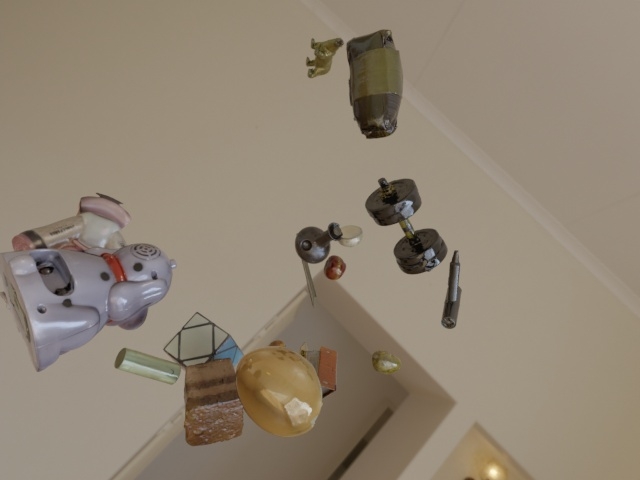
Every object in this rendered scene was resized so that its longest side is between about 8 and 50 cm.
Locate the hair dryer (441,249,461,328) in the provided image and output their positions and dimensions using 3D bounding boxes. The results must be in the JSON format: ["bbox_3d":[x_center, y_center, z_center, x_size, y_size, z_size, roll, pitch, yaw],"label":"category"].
[{"bbox_3d":[0.389,0.134,1.319,0.050,0.173,0.195,4,-59,18],"label":"hair dryer"}]

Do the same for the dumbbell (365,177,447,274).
[{"bbox_3d":[0.291,-0.046,1.509,0.388,0.185,0.185,57,-20,-24],"label":"dumbbell"}]

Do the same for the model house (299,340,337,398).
[{"bbox_3d":[0.000,0.476,1.664,0.135,0.219,0.207,-1,-45,9],"label":"model house"}]

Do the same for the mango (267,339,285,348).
[{"bbox_3d":[-0.206,0.488,1.986,0.080,0.114,0.060,48,10,-33],"label":"mango"}]

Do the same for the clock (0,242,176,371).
[{"bbox_3d":[-0.362,0.079,0.743,0.188,0.253,0.189,13,-71,42],"label":"clock"}]

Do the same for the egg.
[{"bbox_3d":[-0.108,0.373,1.135,0.244,0.201,0.201,44,-15,-21],"label":"egg"}]

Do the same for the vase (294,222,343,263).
[{"bbox_3d":[0.000,0.000,1.378,0.120,0.120,0.183,49,-40,-9],"label":"vase"}]

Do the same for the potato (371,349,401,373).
[{"bbox_3d":[0.258,0.481,1.757,0.138,0.091,0.070,31,25,-24],"label":"potato"}]

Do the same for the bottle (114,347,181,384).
[{"bbox_3d":[-0.565,0.415,1.479,0.201,0.072,0.072,33,-6,-36],"label":"bottle"}]

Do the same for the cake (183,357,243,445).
[{"bbox_3d":[-0.390,0.542,1.589,0.293,0.198,0.196,-126,-146,-56],"label":"cake"}]

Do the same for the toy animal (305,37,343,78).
[{"bbox_3d":[0.013,-0.669,1.627,0.219,0.100,0.103,126,-35,-69],"label":"toy animal"}]

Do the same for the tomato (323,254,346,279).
[{"bbox_3d":[0.052,0.098,1.586,0.075,0.087,0.087,23,-14,-11],"label":"tomato"}]

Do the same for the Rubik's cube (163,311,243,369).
[{"bbox_3d":[-0.474,0.457,1.843,0.207,0.205,0.205,25,-29,27],"label":"Rubik's cube"}]

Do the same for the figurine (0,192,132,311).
[{"bbox_3d":[-0.554,0.082,1.032,0.253,0.211,0.361,34,-52,-17],"label":"figurine"}]

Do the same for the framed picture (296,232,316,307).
[{"bbox_3d":[-0.069,0.156,2.273,0.247,0.022,0.335,91,-15,-70],"label":"framed picture"}]

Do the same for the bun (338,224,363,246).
[{"bbox_3d":[0.149,-0.010,2.258,0.138,0.138,0.094,30,-40,43],"label":"bun"}]

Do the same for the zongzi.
[{"bbox_3d":[0.193,-0.433,1.359,0.154,0.290,0.317,-2,-2,25],"label":"zongzi"}]
